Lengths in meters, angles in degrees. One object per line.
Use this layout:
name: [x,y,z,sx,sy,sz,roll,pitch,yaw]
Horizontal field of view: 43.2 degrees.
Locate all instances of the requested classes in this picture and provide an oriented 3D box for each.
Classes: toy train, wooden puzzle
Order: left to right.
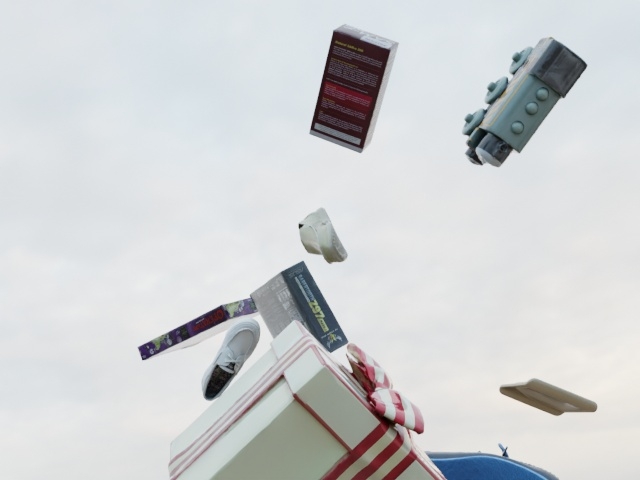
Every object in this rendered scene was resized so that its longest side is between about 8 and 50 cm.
toy train: [0.446,-0.305,1.796,0.142,0.190,0.334,36,-84,-10]
wooden puzzle: [0.676,0.462,2.410,0.221,0.044,0.238,22,-19,-4]

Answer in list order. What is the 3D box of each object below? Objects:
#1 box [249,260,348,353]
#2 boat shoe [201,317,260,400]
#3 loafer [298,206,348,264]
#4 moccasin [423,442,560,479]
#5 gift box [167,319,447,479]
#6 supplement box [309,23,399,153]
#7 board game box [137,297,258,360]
box: [-0.048,0.154,1.622,0.059,0.183,0.233,-27,-5,-25]
boat shoe: [-0.172,0.227,1.522,0.066,0.063,0.184,34,-70,-18]
loafer: [0.000,0.000,2.030,0.092,0.268,0.101,-28,-71,2]
moccasin: [0.290,0.431,1.495,0.342,0.137,0.117,3,4,36]
gift box: [0.005,0.264,0.938,0.258,0.276,0.255,-45,16,-2]
supplement box: [0.069,-0.321,1.715,0.130,0.073,0.239,23,-58,11]
board game box: [-0.302,0.230,2.154,0.347,0.056,0.208,-27,-6,35]
